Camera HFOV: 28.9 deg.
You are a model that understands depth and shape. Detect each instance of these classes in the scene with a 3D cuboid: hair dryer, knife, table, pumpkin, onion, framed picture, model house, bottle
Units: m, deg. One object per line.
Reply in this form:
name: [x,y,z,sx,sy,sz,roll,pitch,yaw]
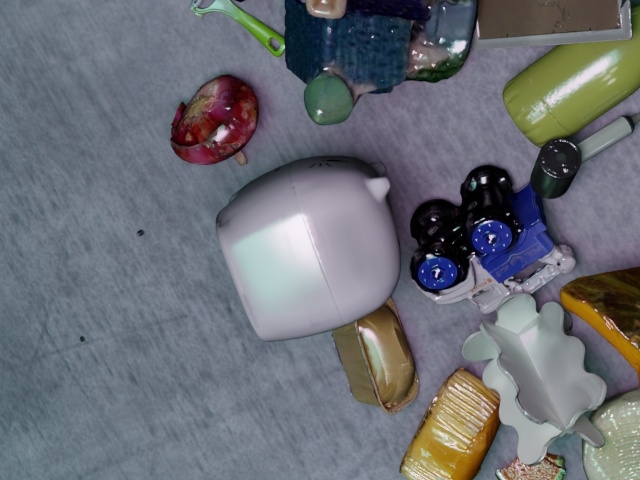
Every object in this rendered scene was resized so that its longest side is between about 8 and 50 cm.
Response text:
hair dryer: [0.375,-0.129,1.675,0.197,0.100,0.057,-30,76,-5]
knife: [-0.115,-0.331,1.841,0.166,0.022,0.078,37,119,10]
table: [0.303,0.195,1.706,0.166,0.198,0.167,-8,130,-10]
pumpkin: [0.488,0.135,1.647,0.095,0.290,0.258,-44,65,57]
onion: [-0.141,-0.162,1.859,0.150,0.150,0.140,-26,133,24]
framed picture: [0.290,-0.362,1.622,0.273,0.016,0.216,7,108,50]
model house: [0.061,-0.311,1.614,0.243,0.284,0.298,12,123,17]
bottle: [0.372,-0.232,1.640,0.260,0.112,0.112,-35,90,24]

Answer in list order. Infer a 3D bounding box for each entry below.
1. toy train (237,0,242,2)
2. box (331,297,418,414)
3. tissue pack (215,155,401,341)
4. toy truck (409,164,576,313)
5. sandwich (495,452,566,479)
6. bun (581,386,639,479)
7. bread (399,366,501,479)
toy train: [-0.069,-0.444,1.764,0.204,0.083,0.131,-30,92,26]
box: [0.088,0.170,1.855,0.111,0.111,0.177,-16,98,23]
tissue pack: [0.000,0.000,1.720,0.236,0.333,0.229,-19,98,4]
toy truck: [0.233,0.014,1.750,0.213,0.161,0.177,-35,114,23]
sandwich: [0.319,0.347,1.857,0.101,0.026,0.069,-39,84,21]
bun: [0.466,0.294,1.737,0.195,0.118,0.195,4,99,29]
bread: [0.199,0.290,1.827,0.114,0.132,0.190,33,116,10]
